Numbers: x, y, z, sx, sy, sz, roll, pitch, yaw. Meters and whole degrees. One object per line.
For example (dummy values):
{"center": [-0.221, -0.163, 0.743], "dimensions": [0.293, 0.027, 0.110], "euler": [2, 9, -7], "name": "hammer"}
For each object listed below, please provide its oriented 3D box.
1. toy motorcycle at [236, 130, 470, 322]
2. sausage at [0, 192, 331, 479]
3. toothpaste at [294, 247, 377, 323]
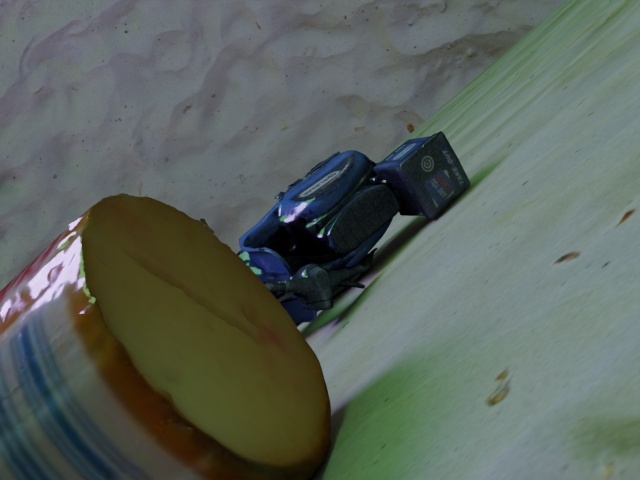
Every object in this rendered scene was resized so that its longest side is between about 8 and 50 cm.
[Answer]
{"center": [0.000, 0.000, 1.071], "dimensions": [0.358, 0.125, 0.213], "euler": [-41, 19, -24], "name": "toy motorcycle"}
{"center": [-0.170, 0.143, 0.614], "dimensions": [0.287, 0.233, 0.233], "euler": [-41, 4, 18], "name": "sausage"}
{"center": [-0.025, 0.084, 1.176], "dimensions": [0.255, 0.037, 0.067], "euler": [-34, 9, 27], "name": "toothpaste"}
